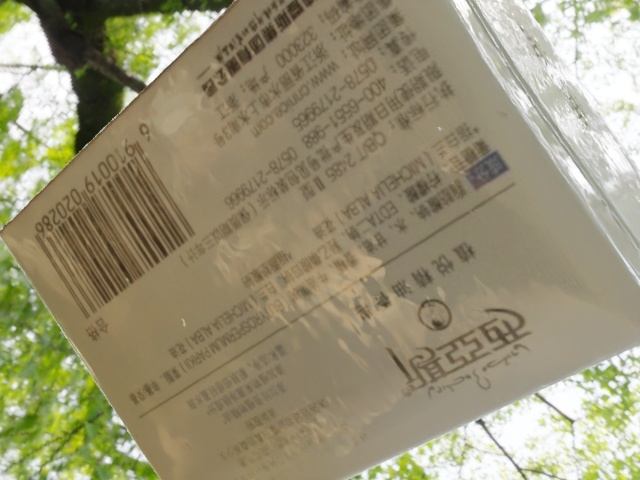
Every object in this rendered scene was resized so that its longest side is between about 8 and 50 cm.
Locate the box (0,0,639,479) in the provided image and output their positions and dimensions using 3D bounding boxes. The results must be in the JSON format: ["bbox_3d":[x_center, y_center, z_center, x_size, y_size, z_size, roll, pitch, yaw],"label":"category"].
[{"bbox_3d":[0.001,-0.001,0.410,0.274,0.203,0.116,-35,179,32],"label":"box"}]
